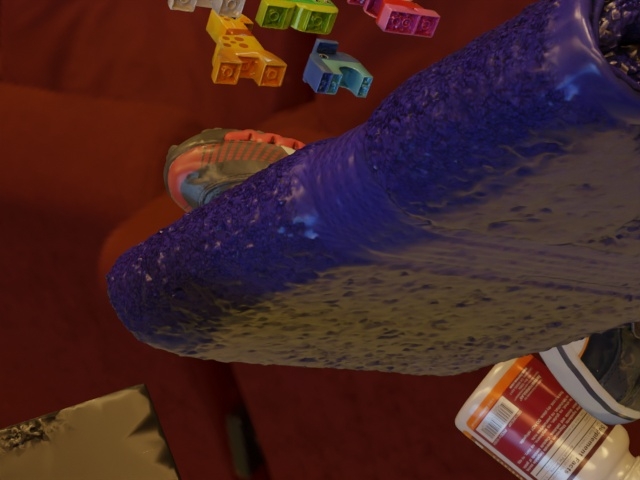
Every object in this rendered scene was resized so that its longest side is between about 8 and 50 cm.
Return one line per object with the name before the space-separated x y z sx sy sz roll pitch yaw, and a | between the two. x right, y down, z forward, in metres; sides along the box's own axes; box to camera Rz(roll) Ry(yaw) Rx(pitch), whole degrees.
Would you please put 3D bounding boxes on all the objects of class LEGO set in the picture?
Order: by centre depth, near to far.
LEGO set | -0.035 -0.170 1.146 0.227 0.087 0.093 2 34 -31

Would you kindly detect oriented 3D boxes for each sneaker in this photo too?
sneaker | 0.197 0.001 1.028 0.127 0.321 0.126 -17 33 29
sneaker | 0.000 0.000 1.177 0.276 0.097 0.135 25 29 -11

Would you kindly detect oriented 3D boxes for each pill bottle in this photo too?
pill bottle | 0.191 0.162 1.183 0.152 0.086 0.086 39 58 10

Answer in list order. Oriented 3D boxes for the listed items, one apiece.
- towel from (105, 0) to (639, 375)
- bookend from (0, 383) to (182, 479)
towel | 0.078 -0.018 0.587 0.308 0.228 0.076 -27 61 49
bookend | -0.109 0.151 0.495 0.156 0.072 0.157 -17 73 -22
